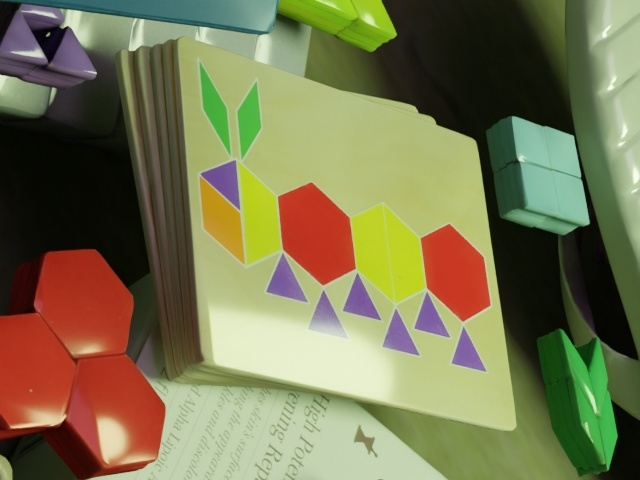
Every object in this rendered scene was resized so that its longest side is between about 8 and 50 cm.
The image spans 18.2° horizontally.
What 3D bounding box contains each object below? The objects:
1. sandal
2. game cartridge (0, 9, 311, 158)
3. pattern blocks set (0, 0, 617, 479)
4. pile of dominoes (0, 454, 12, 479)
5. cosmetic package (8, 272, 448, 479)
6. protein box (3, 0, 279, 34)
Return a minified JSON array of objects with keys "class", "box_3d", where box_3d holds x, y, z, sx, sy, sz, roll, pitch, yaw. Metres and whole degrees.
[{"class":"sandal","box_3d":[0.175,0.017,1.010,0.169,0.102,0.416,-13,92,-48]},{"class":"game cartridge","box_3d":[-0.076,-0.215,0.811,0.230,0.068,0.355,13,84,-46]},{"class":"pattern blocks set","box_3d":[0.000,0.000,0.785,0.325,0.026,0.285,24,53,-36]},{"class":"pile of dominoes","box_3d":[-0.110,0.168,0.605,0.251,0.040,0.196,39,47,-27]},{"class":"cosmetic package","box_3d":[-0.011,0.128,0.783,0.231,0.085,0.117,39,46,-19]},{"class":"protein box","box_3d":[-0.106,-0.186,0.611,0.200,0.136,0.201,3,107,-35]}]
